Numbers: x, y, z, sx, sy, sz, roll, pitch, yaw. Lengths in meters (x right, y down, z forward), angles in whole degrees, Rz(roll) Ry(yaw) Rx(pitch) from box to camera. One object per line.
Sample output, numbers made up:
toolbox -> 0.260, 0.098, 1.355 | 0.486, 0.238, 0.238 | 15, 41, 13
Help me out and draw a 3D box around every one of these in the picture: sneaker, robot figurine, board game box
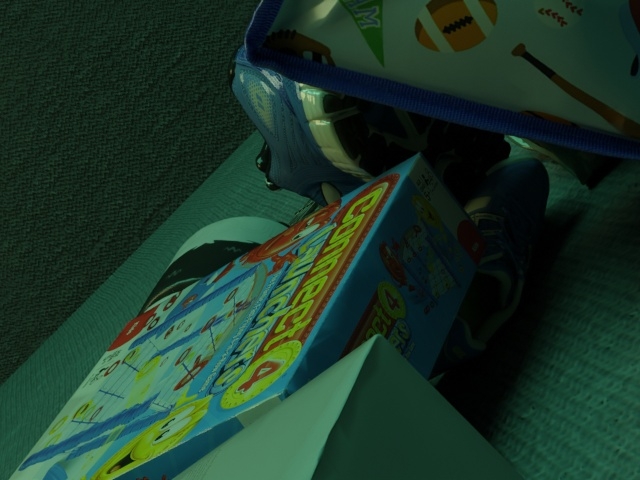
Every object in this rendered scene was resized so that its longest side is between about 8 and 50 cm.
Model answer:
sneaker -> 0.129, 0.019, 1.192 | 0.081, 0.080, 0.211 | -15, 38, 53
robot figurine -> -0.075, 0.087, 1.432 | 0.209, 0.174, 0.278 | -59, 3, 26
board game box -> -0.060, 0.104, 1.075 | 0.302, 0.086, 0.308 | -30, 15, 31
sneaker -> 0.041, -0.072, 1.254 | 0.147, 0.330, 0.129 | 16, 71, 37

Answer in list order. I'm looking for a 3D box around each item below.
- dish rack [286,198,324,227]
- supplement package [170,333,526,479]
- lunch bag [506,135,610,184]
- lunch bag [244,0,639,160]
dish rack -> 0.000, 0.000, 1.760 | 0.208, 0.074, 0.271 | -48, 9, -22
supplement package -> -0.012, 0.194, 0.807 | 0.203, 0.149, 0.194 | -38, 13, 33
lunch bag -> 0.226, -0.197, 1.374 | 0.235, 0.169, 0.287 | -44, 15, 4
lunch bag -> 0.189, -0.208, 1.038 | 0.328, 0.386, 0.238 | -61, -13, -58
